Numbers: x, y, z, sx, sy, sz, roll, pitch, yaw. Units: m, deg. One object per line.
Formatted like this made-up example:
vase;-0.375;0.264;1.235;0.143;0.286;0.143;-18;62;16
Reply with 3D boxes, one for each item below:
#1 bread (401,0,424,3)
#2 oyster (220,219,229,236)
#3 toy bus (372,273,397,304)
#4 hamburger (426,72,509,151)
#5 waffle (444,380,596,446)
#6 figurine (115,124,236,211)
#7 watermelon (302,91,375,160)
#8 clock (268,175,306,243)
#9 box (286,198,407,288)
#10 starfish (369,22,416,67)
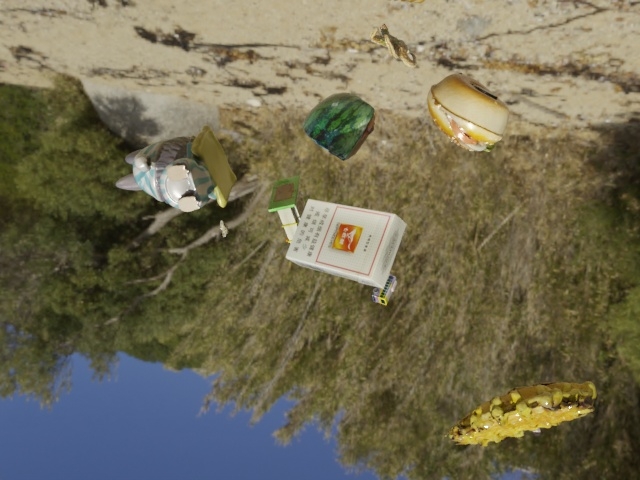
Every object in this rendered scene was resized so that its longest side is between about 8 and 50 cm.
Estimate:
bread;0.327;-1.023;2.221;0.225;0.134;0.081;1;-135;-7
oyster;-0.327;-0.041;1.889;0.019;0.054;0.083;-17;171;-23
toy bus;0.218;0.160;1.864;0.058;0.102;0.052;19;154;22
hamburger;0.374;-0.330;1.420;0.237;0.147;0.237;25;-150;-16
waffle;0.555;0.491;1.552;0.380;0.382;0.095;3;-127;-27
figurine;-0.514;-0.189;1.831;0.378;0.266;0.361;-13;-162;16
watermelon;0.083;-0.478;2.164;0.292;0.222;0.319;40;-154;11
clock;-0.105;-0.086;2.187;0.106;0.255;0.220;-11;-146;12
box;0.073;0.003;1.687;0.330;0.210;0.095;12;167;38
starfish;0.211;-0.552;1.585;0.053;0.150;0.210;-32;178;30
